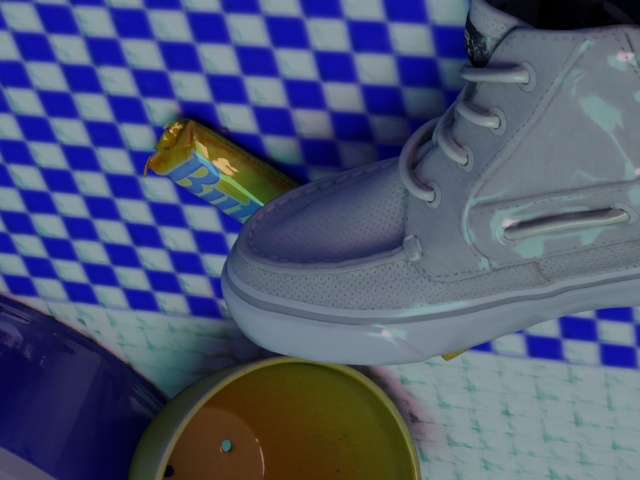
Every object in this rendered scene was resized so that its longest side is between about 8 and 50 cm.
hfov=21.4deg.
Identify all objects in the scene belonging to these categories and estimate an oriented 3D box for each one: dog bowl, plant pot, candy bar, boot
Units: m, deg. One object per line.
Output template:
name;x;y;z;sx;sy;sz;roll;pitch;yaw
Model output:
dog bowl;-0.193;0.136;0.876;0.265;0.104;0.265;13;143;10
plant pot;-0.035;0.115;0.772;0.134;0.134;0.095;41;162;-24
candy bar;0.000;0.000;0.686;0.161;0.018;0.040;32;142;-16
boot;0.066;-0.038;0.561;0.258;0.095;0.123;-10;128;23
